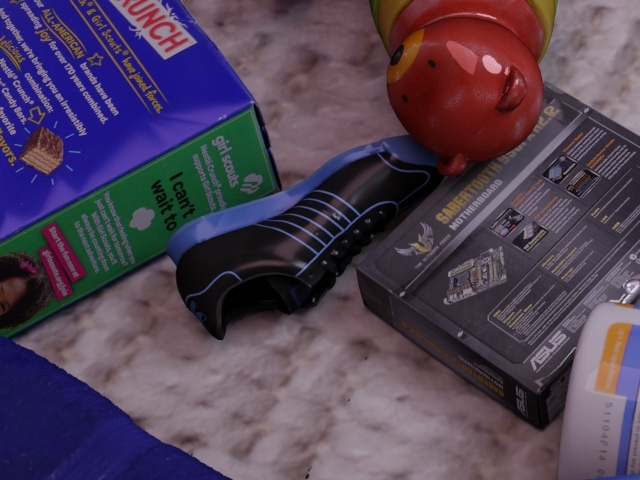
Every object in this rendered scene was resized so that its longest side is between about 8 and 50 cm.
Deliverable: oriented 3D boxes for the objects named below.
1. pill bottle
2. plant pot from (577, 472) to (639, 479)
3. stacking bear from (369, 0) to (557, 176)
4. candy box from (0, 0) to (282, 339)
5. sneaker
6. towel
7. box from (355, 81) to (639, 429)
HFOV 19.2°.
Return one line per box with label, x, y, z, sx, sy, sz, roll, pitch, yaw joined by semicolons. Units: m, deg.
pill bottle;0.305;0.133;1.266;0.272;0.152;0.152;9;58;16
plant pot;0.195;0.280;1.141;0.236;0.236;0.212;-8;60;4
stacking bear;0.110;-0.179;1.489;0.164;0.175;0.289;27;39;-25
candy box;-0.235;-0.085;1.537;0.317;0.122;0.268;-30;54;-9
sneaker;0.000;0.000;1.466;0.232;0.081;0.090;-24;63;-2
towel;-0.207;0.211;1.355;0.308;0.076;0.227;29;59;31
box;0.170;0.006;1.438;0.183;0.056;0.231;34;67;30
